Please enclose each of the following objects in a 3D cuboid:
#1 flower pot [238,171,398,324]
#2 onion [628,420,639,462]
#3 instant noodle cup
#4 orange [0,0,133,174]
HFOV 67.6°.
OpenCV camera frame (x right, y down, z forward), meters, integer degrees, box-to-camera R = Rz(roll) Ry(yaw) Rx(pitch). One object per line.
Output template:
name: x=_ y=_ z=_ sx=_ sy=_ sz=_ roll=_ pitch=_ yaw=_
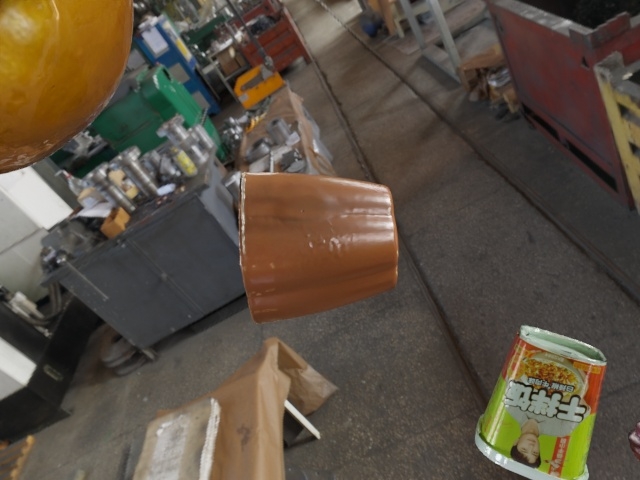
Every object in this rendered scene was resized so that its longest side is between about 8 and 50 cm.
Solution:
flower pot: x=0.000 y=0.000 z=0.581 sx=0.173 sy=0.191 sz=0.191 roll=-5 pitch=34 yaw=-2
onion: x=0.611 y=0.300 z=0.684 sx=0.314 sy=0.280 sz=0.146 roll=-55 pitch=24 yaw=32
instant noodle cup: x=0.560 y=0.396 z=1.199 sx=0.294 sy=0.293 sz=0.308 roll=23 pitch=103 yaw=55
orange: x=-0.308 y=-0.203 z=0.373 sx=0.312 sy=0.312 sz=0.312 roll=-25 pitch=32 yaw=17
